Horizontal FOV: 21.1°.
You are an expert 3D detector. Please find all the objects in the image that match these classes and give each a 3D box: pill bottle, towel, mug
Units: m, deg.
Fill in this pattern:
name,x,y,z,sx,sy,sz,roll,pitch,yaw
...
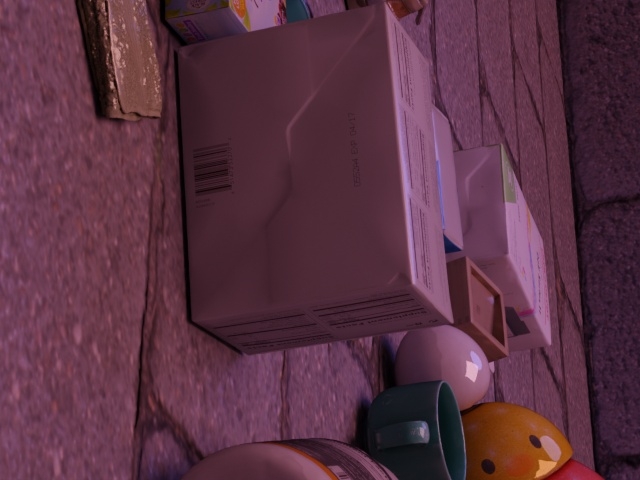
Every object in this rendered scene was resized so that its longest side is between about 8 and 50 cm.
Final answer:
name,x,y,z,sx,sy,sz,roll,pitch,yaw
pill bottle,-0.015,0.245,1.421,0.278,0.162,0.162,20,62,-73
towel,-0.162,-0.170,1.397,0.110,0.027,0.148,-21,101,-75
mug,0.100,0.221,1.962,0.129,0.097,0.158,-84,157,-43

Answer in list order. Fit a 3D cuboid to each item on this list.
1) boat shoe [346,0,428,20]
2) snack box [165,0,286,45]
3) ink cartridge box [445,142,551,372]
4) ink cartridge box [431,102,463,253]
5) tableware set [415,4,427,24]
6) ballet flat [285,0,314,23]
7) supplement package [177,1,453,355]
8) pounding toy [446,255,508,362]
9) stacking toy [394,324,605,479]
name,x,y,z,sx,sy,sz,roll,pitch,yaw
boat shoe,0.073,-0.434,2.244,0.113,0.103,0.302,-13,92,-72
snack box,-0.089,-0.267,1.634,0.174,0.070,0.207,49,34,-63
ink cartridge box,0.270,0.036,2.636,0.353,0.119,0.207,58,27,-53
ink cartridge box,0.037,-0.048,1.725,0.082,0.190,0.140,36,46,-67
tableware set,0.112,-0.382,2.399,0.194,0.039,0.128,106,-35,-74
ballet flat,-0.035,-0.220,1.825,0.203,0.074,0.074,55,29,-45
supplement package,-0.005,-0.049,1.549,0.145,0.204,0.262,42,41,-65
pounding toy,0.194,0.099,2.413,0.130,0.100,0.141,42,36,-44
stacking toy,0.218,0.324,2.106,0.480,0.350,0.350,61,16,1
